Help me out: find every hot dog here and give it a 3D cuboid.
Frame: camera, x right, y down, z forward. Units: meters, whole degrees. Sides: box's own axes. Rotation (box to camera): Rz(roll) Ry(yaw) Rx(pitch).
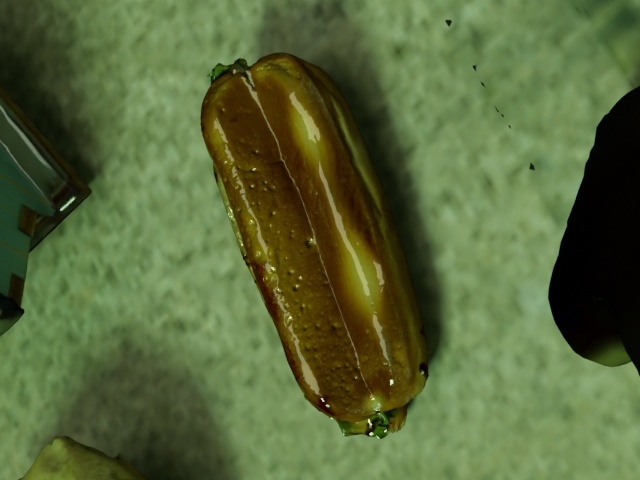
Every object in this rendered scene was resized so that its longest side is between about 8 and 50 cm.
[{"bbox_3d":[0.000,0.000,0.491,0.049,0.037,0.122,-21,82,19],"label":"hot dog"}]

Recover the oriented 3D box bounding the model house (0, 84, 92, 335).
[{"bbox_3d":[-0.224,-0.057,0.558,0.178,0.271,0.206,-42,31,29],"label":"model house"}]

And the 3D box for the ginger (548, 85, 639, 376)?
[{"bbox_3d":[0.201,0.034,0.274,0.211,0.358,0.413,32,112,-15],"label":"ginger"}]

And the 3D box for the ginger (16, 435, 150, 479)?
[{"bbox_3d":[-0.012,0.177,0.471,0.299,0.065,0.118,40,123,30],"label":"ginger"}]
